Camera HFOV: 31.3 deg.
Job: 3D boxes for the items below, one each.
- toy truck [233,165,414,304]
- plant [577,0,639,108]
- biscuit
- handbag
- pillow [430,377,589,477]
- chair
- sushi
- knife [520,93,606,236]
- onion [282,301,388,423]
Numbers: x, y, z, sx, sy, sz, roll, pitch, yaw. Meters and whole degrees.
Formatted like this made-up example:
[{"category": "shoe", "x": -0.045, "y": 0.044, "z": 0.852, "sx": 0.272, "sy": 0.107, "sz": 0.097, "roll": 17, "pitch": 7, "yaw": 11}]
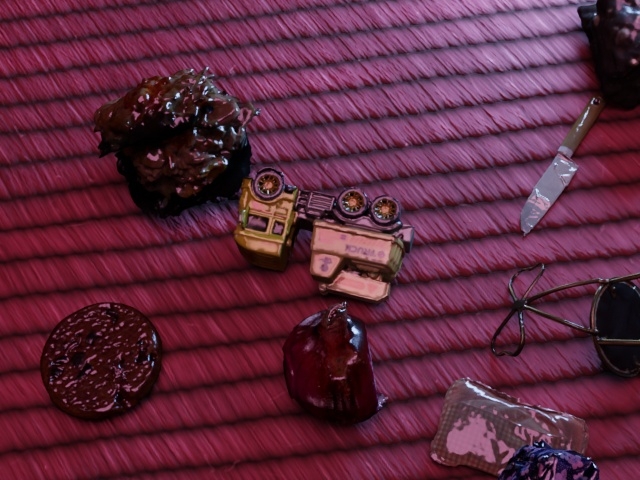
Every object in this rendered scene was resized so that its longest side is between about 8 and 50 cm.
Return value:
[{"category": "toy truck", "x": 0.000, "y": 0.000, "z": 1.744, "sx": 0.272, "sy": 0.124, "sz": 0.157, "roll": 13, "pitch": 73, "yaw": 7}, {"category": "plant", "x": 0.532, "y": -0.367, "z": 1.868, "sx": 0.199, "sy": 0.188, "sz": 0.276, "roll": 0, "pitch": 62, "yaw": 3}, {"category": "biscuit", "x": -0.328, "y": 0.179, "z": 1.707, "sx": 0.192, "sy": 0.049, "sz": 0.192, "roll": -2, "pitch": 55, "yaw": 2}, {"category": "handbag", "x": 0.277, "y": 0.368, "z": 1.472, "sx": 0.127, "sy": 0.208, "sz": 0.228, "roll": 12, "pitch": 79, "yaw": -5}, {"category": "pillow", "x": 0.269, "y": 0.281, "z": 1.621, "sx": 0.211, "sy": 0.034, "sz": 0.135, "roll": 17, "pitch": 63, "yaw": 11}, {"category": "chair", "x": 0.429, "y": 0.118, "z": 1.646, "sx": 0.326, "sy": 0.170, "sz": 0.159, "roll": -11, "pitch": 54, "yaw": 49}, {"category": "sushi", "x": -0.232, "y": -0.173, "z": 1.773, "sx": 0.238, "sy": 0.218, "sz": 0.225, "roll": -43, "pitch": 49, "yaw": -7}, {"category": "knife", "x": 0.393, "y": -0.124, "z": 1.842, "sx": 0.047, "sy": 0.017, "sz": 0.298, "roll": 32, "pitch": 67, "yaw": 12}, {"category": "onion", "x": 0.007, "y": 0.163, "z": 1.612, "sx": 0.135, "sy": 0.198, "sz": 0.173, "roll": -18, "pitch": 44, "yaw": 1}]
